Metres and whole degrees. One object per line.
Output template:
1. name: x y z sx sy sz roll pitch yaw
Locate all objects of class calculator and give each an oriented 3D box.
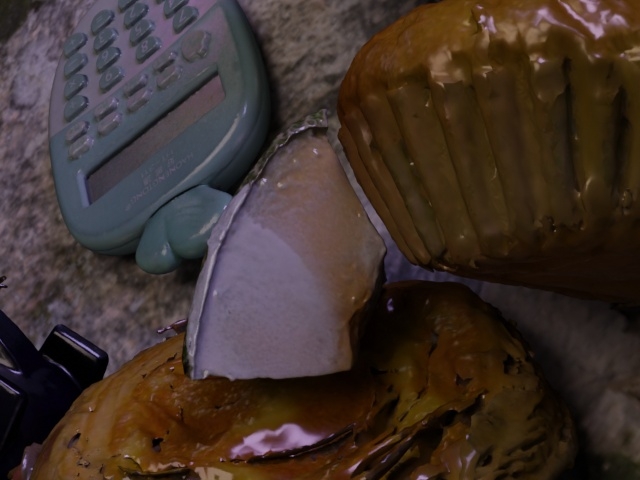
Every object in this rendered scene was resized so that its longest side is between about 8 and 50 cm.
1. calculator: -0.116 -0.088 1.133 0.184 0.042 0.295 -36 45 18

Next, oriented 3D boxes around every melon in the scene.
1. melon: -0.003 -0.004 0.856 0.093 0.202 0.139 14 116 14

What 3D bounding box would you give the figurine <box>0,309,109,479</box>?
1. figurine: -0.219 0.179 0.953 0.308 0.143 0.308 -56 18 28

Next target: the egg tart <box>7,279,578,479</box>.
1. egg tart: -0.013 0.131 0.841 0.297 0.132 0.297 -7 30 4

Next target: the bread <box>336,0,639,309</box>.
1. bread: 0.123 -0.045 0.782 0.240 0.240 0.139 -8 77 36

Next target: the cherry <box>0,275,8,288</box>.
1. cherry: -0.318 0.051 1.184 0.225 0.090 0.107 -30 43 20
